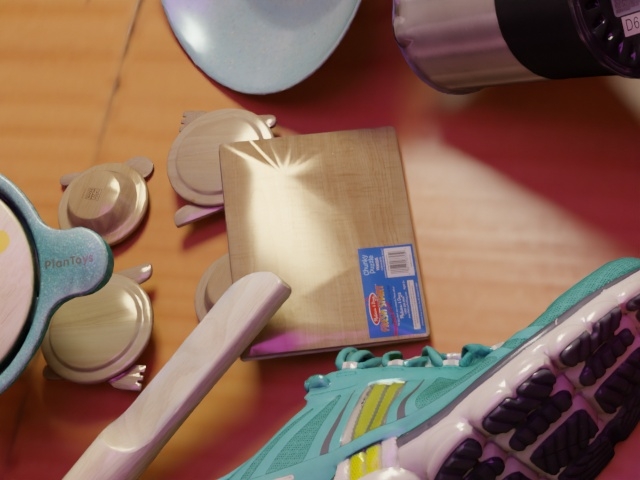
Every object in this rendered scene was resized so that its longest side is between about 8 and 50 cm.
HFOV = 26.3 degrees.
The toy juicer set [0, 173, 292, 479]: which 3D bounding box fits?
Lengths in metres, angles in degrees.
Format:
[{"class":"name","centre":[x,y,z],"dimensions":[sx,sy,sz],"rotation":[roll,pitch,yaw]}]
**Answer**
[{"class":"toy juicer set","centre":[-0.203,0.060,0.689],"dimensions":[0.329,0.089,0.209],"rotation":[19,86,18]}]

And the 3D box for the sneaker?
[{"class":"sneaker","centre":[0.040,0.084,0.623],"dimensions":[0.275,0.107,0.110],"rotation":[-33,49,0]}]

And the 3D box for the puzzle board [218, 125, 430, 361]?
[{"class":"puzzle board","centre":[0.000,0.000,0.716],"dimensions":[0.096,0.011,0.128],"rotation":[-6,62,-4]}]

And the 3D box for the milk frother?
[{"class":"milk frother","centre":[0.126,-0.087,0.690],"dimensions":[0.135,0.129,0.143],"rotation":[3,93,57]}]

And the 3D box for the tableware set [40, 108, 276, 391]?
[{"class":"tableware set","centre":[-0.085,0.003,0.750],"dimensions":[0.141,0.020,0.168],"rotation":[-12,59,11]}]

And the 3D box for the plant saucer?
[{"class":"plant saucer","centre":[-0.025,-0.179,0.770],"dimensions":[0.195,0.037,0.194],"rotation":[10,103,47]}]
